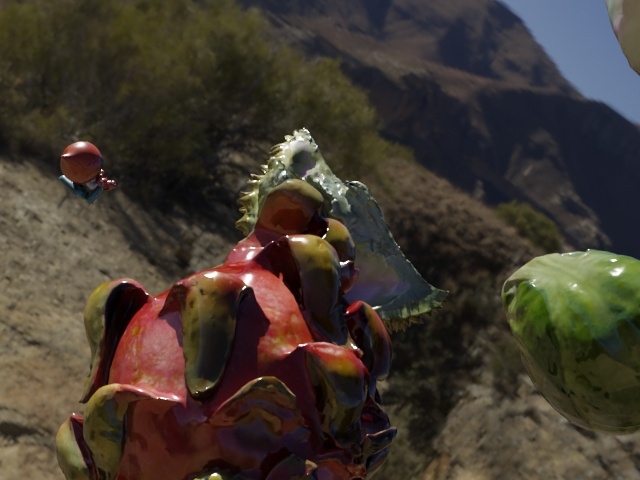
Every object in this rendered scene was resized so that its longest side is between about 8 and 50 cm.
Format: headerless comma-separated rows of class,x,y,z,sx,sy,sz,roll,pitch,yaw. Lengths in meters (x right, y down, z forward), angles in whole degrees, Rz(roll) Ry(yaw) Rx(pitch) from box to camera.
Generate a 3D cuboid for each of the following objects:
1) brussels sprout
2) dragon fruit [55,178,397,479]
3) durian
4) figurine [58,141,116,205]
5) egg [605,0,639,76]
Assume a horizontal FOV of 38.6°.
brussels sprout,0.345,0.116,1.138,0.219,0.210,0.271,39,8,-42
dragon fruit,-0.051,0.110,0.682,0.307,0.227,0.243,-29,73,-37
durian,0.000,0.000,1.107,0.172,0.166,0.306,7,47,-55
figurine,-0.385,-0.113,1.480,0.068,0.075,0.140,44,-15,17
egg,0.339,-0.212,0.508,0.337,0.337,0.201,42,-18,28
